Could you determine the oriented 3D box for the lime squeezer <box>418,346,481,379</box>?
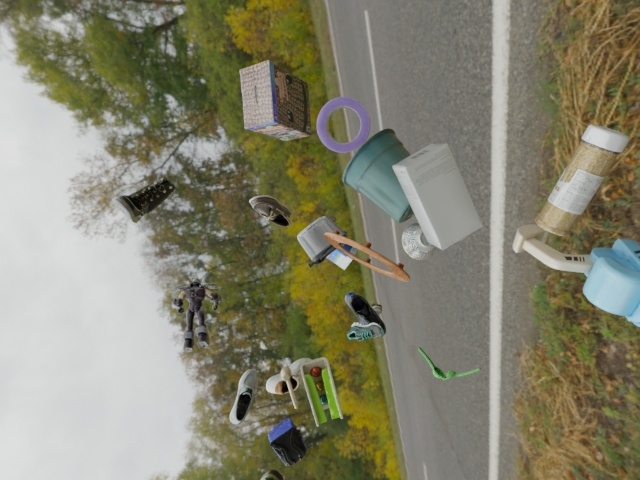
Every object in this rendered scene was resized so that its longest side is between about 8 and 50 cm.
[{"bbox_3d":[0.589,0.597,1.904,0.058,0.310,0.110,29,-104,-42],"label":"lime squeezer"}]

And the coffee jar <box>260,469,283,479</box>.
[{"bbox_3d":[-0.207,0.947,1.516,0.079,0.096,0.184,43,-158,3],"label":"coffee jar"}]

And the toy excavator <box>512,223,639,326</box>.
[{"bbox_3d":[0.935,0.094,1.382,0.433,0.444,0.222,-82,-6,-54],"label":"toy excavator"}]

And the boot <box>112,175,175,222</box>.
[{"bbox_3d":[-0.559,-0.145,1.315,0.085,0.178,0.236,49,163,-8],"label":"boot"}]

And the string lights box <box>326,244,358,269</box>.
[{"bbox_3d":[0.052,0.033,2.128,0.077,0.259,0.133,-56,-2,-32],"label":"string lights box"}]

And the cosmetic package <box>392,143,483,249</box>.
[{"bbox_3d":[0.459,-0.173,1.610,0.366,0.196,0.155,63,177,-16],"label":"cosmetic package"}]

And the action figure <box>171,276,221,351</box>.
[{"bbox_3d":[-0.475,0.268,1.555,0.099,0.185,0.285,76,-174,-63],"label":"action figure"}]

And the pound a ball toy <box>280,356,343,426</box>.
[{"bbox_3d":[-0.039,0.649,1.794,0.136,0.208,0.319,-117,11,-69],"label":"pound a ball toy"}]

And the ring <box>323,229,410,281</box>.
[{"bbox_3d":[0.163,0.050,1.429,0.032,0.336,0.336,-61,-7,-7],"label":"ring"}]

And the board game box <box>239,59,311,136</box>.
[{"bbox_3d":[-0.173,-0.552,1.662,0.291,0.141,0.232,-7,-88,-61],"label":"board game box"}]

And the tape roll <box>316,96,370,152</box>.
[{"bbox_3d":[0.083,-0.411,1.461,0.080,0.188,0.189,-61,-42,-74],"label":"tape roll"}]

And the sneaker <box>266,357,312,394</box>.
[{"bbox_3d":[-0.113,0.661,1.964,0.290,0.123,0.106,-20,-75,-45],"label":"sneaker"}]

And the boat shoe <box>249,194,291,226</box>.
[{"bbox_3d":[-0.259,-0.153,2.197,0.324,0.116,0.097,26,-137,-61],"label":"boat shoe"}]

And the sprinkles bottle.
[{"bbox_3d":[0.848,-0.190,1.342,0.121,0.121,0.356,-103,26,-58],"label":"sprinkles bottle"}]

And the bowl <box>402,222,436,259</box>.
[{"bbox_3d":[0.453,-0.003,1.806,0.080,0.170,0.170,139,118,-75],"label":"bowl"}]

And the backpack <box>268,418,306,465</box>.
[{"bbox_3d":[-0.101,0.654,1.333,0.120,0.098,0.101,60,175,-11],"label":"backpack"}]

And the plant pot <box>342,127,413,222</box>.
[{"bbox_3d":[0.339,-0.281,1.915,0.334,0.341,0.341,47,171,17],"label":"plant pot"}]

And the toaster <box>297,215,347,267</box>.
[{"bbox_3d":[0.000,0.000,1.798,0.146,0.227,0.129,52,178,15],"label":"toaster"}]

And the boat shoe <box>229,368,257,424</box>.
[{"bbox_3d":[-0.305,0.642,1.693,0.081,0.079,0.228,-41,26,50],"label":"boat shoe"}]

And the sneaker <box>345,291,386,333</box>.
[{"bbox_3d":[0.188,0.307,1.660,0.232,0.081,0.090,47,173,-5],"label":"sneaker"}]

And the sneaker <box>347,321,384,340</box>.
[{"bbox_3d":[0.171,0.360,1.573,0.166,0.076,0.065,-13,108,47],"label":"sneaker"}]

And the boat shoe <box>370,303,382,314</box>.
[{"bbox_3d":[0.243,0.306,1.836,0.152,0.056,0.049,113,175,-64],"label":"boat shoe"}]
